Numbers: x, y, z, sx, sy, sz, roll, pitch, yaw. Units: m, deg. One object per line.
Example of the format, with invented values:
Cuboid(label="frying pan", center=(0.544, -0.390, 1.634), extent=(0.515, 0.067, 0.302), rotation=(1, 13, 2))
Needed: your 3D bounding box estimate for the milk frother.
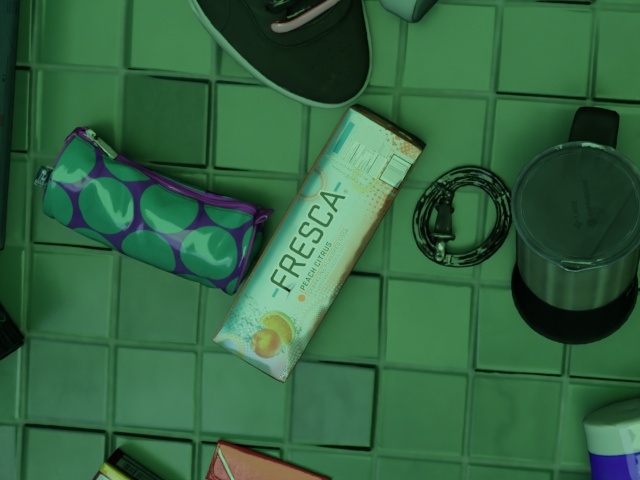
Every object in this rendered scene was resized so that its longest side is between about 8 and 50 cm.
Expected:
Cuboid(label="milk frother", center=(0.129, -0.011, 1.022), extent=(0.143, 0.135, 0.129), rotation=(-7, 65, 4))

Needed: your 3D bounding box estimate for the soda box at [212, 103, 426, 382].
Cuboid(label="soda box", center=(0.000, 0.000, 1.073), extent=(0.058, 0.063, 0.183), rotation=(31, 98, 1))

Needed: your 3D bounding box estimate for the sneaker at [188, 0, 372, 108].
Cuboid(label="sneaker", center=(-0.029, -0.184, 0.967), extent=(0.104, 0.147, 0.295), rotation=(-33, 121, -9))

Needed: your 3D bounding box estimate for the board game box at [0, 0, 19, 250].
Cuboid(label="board game box", center=(-0.227, -0.124, 1.039), extent=(0.027, 0.145, 0.281), rotation=(6, 97, 4))

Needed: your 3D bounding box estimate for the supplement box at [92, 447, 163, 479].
Cuboid(label="supplement box", center=(-0.145, 0.196, 1.122), extent=(0.055, 0.043, 0.083), rotation=(35, 98, 0))

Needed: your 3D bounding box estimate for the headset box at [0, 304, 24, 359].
Cuboid(label="headset box", center=(-0.375, 0.042, 1.081), extent=(0.246, 0.131, 0.283), rotation=(-34, 93, 8))

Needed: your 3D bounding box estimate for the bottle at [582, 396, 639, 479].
Cuboid(label="bottle", center=(0.238, 0.245, 1.065), extent=(0.118, 0.092, 0.282), rotation=(-13, 96, 8))

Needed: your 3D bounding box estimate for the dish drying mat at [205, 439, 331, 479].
Cuboid(label="dish drying mat", center=(-0.037, 0.166, 1.125), extent=(0.083, 0.008, 0.032), rotation=(20, 98, 3))

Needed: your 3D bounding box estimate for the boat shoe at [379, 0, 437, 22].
Cuboid(label="boat shoe", center=(0.085, -0.290, 1.006), extent=(0.105, 0.113, 0.306), rotation=(24, 96, 9))

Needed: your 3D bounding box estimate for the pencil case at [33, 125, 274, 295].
Cuboid(label="pencil case", center=(-0.111, -0.021, 1.081), extent=(0.152, 0.064, 0.070), rotation=(23, 118, 2))
